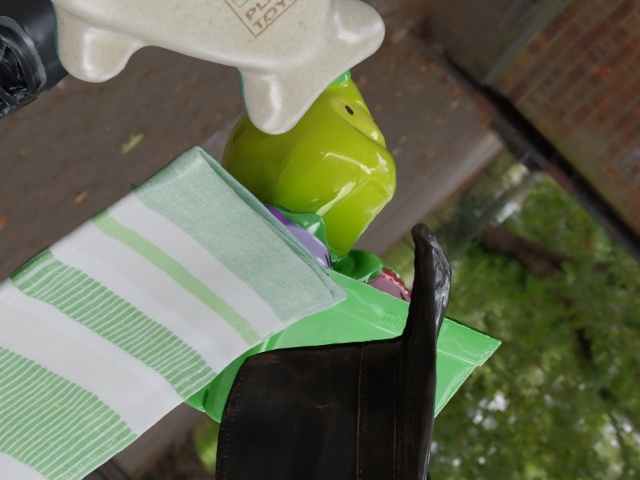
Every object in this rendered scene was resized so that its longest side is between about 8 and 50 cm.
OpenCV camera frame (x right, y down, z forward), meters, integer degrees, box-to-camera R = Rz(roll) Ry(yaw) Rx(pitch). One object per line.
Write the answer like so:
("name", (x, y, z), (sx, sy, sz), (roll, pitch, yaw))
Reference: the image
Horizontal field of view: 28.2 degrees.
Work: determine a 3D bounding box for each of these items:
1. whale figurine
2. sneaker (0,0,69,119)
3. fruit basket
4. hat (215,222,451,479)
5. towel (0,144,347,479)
("whale figurine", (-0.070, -0.177, 0.715), (0.216, 0.141, 0.272), (-44, 139, 2))
("sneaker", (-0.257, -0.085, 0.870), (0.283, 0.124, 0.107), (-29, 137, -6))
("fruit basket", (0.000, 0.000, 1.250), (0.392, 0.283, 0.392), (-25, 125, -40))
("hat", (0.005, 0.151, 0.784), (0.331, 0.134, 0.331), (4, 90, -82))
("towel", (-0.160, 0.082, 0.934), (0.325, 0.038, 0.248), (-34, 147, 8))
